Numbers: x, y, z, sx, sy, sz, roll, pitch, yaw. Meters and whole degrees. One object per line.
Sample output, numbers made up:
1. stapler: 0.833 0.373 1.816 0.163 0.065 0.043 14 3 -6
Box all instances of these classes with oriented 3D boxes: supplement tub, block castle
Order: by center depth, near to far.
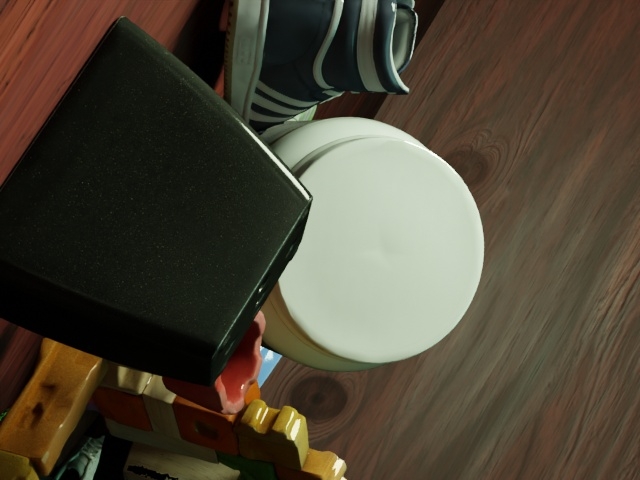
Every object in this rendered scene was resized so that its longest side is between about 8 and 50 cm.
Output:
1. block castle: -0.115 0.274 1.229 0.453 0.213 0.303 80 28 -48
2. supplement tub: 0.000 0.000 1.433 0.228 0.228 0.316 -59 -161 -7

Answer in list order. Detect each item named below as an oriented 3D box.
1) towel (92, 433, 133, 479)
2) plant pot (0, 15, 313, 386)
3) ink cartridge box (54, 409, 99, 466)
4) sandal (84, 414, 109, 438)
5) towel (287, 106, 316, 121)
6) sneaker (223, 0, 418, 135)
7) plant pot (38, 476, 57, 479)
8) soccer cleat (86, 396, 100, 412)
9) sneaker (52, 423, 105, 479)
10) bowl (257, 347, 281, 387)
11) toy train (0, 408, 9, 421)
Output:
1. towel: -0.200 0.212 1.607 0.370 0.040 0.271 148 -40 -74
2. plant pot: -0.110 -0.003 1.029 0.188 0.167 0.187 -57 176 -15
3. ink cartridge box: -0.229 0.103 1.443 0.145 0.045 0.179 -55 156 -46
4. sandal: -0.238 0.178 1.622 0.090 0.060 0.219 -59 177 -3
5. towel: -0.044 -0.132 2.113 0.113 0.023 0.152 -60 177 20
6. sneaker: -0.003 -0.147 1.290 0.282 0.153 0.099 104 -11 -74
7. plant pot: -0.290 0.325 1.355 0.166 0.165 0.234 -52 163 -67
8. soccer cleat: -0.146 0.020 1.325 0.108 0.116 0.318 -121 -143 -54
9. sneaker: -0.280 0.267 1.848 0.152 0.054 0.061 -57 173 -25
10. bowl: -0.153 0.174 2.023 0.391 0.077 0.391 -49 -171 10
11. toy train: -0.269 0.156 1.347 0.023 0.017 0.083 -49 180 16
